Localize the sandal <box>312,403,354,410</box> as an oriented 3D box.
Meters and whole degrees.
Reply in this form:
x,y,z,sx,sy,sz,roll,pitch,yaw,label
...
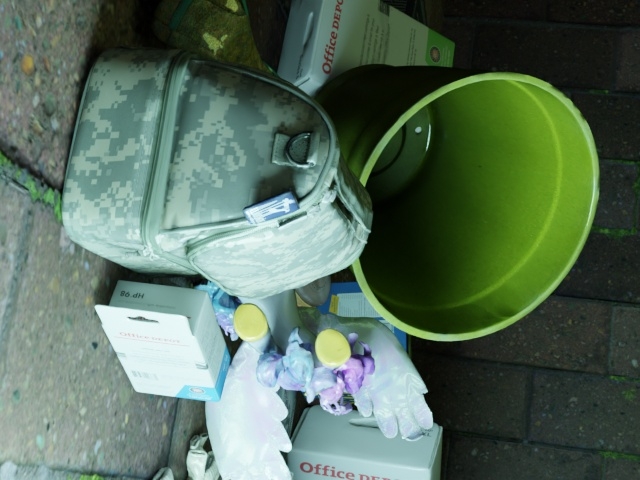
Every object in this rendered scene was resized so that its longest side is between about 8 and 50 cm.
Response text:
x,y,z,sx,sy,sz,roll,pitch,yaw,label
0.021,0.363,2.249,0.120,0.086,0.303,-79,-177,-49,sandal

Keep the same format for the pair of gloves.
x,y,z,sx,sy,sz,roll,pitch,yaw,label
-0.176,0.374,1.386,0.240,0.042,0.204,-35,130,-76,pair of gloves

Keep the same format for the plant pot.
x,y,z,sx,sy,sz,roll,pitch,yaw,label
0.139,-0.097,1.510,0.353,0.366,0.366,-137,-137,-59,plant pot

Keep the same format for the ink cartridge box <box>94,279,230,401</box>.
x,y,z,sx,sy,sz,roll,pitch,yaw,label
-0.166,0.101,1.145,0.180,0.104,0.060,81,19,-53,ink cartridge box

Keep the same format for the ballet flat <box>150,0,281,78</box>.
x,y,z,sx,sy,sz,roll,pitch,yaw,label
-0.119,-0.195,1.258,0.348,0.123,0.123,63,35,-70,ballet flat

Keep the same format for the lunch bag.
x,y,z,sx,sy,sz,roll,pitch,yaw,label
-0.085,-0.059,1.084,0.305,0.256,0.212,48,48,-74,lunch bag

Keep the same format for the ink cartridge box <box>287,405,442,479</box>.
x,y,z,sx,sy,sz,roll,pitch,yaw,label
0.085,0.553,2.124,0.166,0.285,0.395,-58,151,-64,ink cartridge box

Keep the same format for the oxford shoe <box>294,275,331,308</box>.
x,y,z,sx,sy,sz,roll,pitch,yaw,label
0.000,0.000,1.819,0.363,0.133,0.130,82,18,-50,oxford shoe

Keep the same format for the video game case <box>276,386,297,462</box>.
x,y,z,sx,sy,sz,roll,pitch,yaw,label
-0.084,0.296,1.830,0.274,0.026,0.196,58,40,-70,video game case

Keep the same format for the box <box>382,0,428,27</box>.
x,y,z,sx,sy,sz,roll,pitch,yaw,label
0.100,-0.297,2.045,0.343,0.179,0.312,68,29,-65,box

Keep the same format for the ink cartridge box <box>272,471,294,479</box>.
x,y,z,sx,sy,sz,roll,pitch,yaw,label
-0.093,0.491,1.729,0.148,0.086,0.203,-70,161,-51,ink cartridge box

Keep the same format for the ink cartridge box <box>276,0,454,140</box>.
x,y,z,sx,sy,sz,roll,pitch,yaw,label
0.074,-0.278,1.726,0.115,0.273,0.198,-19,-125,52,ink cartridge box

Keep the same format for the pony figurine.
x,y,z,sx,sy,sz,roll,pitch,yaw,label
-0.036,0.134,1.380,0.363,0.303,0.351,94,-26,-75,pony figurine

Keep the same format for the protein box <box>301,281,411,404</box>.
x,y,z,sx,sy,sz,roll,pitch,yaw,label
0.066,0.193,1.998,0.136,0.201,0.200,71,18,-62,protein box
